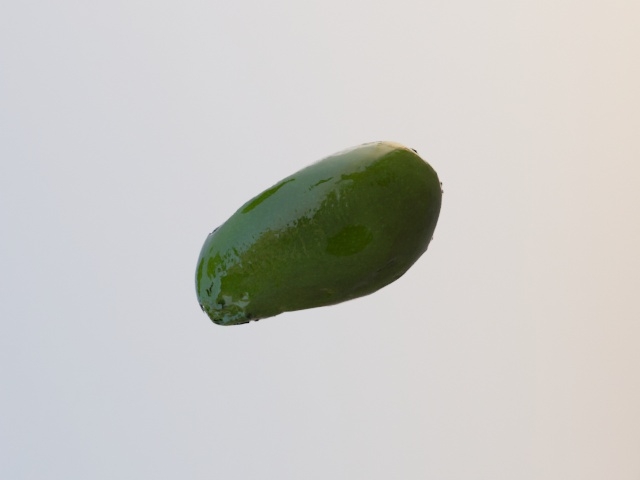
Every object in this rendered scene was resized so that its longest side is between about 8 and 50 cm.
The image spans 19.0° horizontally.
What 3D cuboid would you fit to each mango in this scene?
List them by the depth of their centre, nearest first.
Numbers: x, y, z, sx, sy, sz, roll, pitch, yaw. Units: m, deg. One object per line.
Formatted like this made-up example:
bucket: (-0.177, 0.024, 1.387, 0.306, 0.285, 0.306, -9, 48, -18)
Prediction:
mango: (0.000, 0.000, 1.149, 0.091, 0.165, 0.074, 60, 176, -12)
